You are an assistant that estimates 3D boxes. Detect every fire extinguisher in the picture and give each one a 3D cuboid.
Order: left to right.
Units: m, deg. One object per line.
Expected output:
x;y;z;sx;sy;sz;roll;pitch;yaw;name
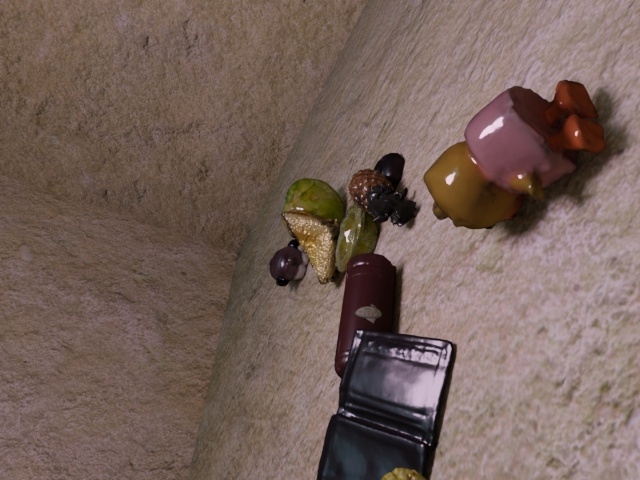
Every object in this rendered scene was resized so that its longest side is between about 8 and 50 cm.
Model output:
0.101;0.193;1.222;0.135;0.114;0.337;-19;47;36;fire extinguisher

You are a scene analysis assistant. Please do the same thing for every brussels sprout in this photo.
-0.023;-0.108;1.883;0.161;0.223;0.223;-30;39;40;brussels sprout

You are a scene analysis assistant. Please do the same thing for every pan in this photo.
0.160;-0.166;1.590;0.202;0.048;0.128;140;146;-64;pan

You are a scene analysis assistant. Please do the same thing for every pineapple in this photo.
0.148;-0.097;1.400;0.119;0.111;0.237;-33;28;-5;pineapple

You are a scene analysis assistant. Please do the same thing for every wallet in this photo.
0.106;0.321;1.032;0.247;0.041;0.323;-1;67;50;wallet

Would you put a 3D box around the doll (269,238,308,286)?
-0.124;0.092;2.151;0.257;0.117;0.182;154;132;-70;doll

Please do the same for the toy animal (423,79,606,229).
0.271;-0.112;0.881;0.281;0.169;0.195;-53;19;47;toy animal

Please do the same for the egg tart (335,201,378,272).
0.095;-0.002;1.559;0.197;0.078;0.197;-162;90;-78;egg tart

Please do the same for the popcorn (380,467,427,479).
0.127;0.399;0.856;0.106;0.116;0.121;35;122;33;popcorn

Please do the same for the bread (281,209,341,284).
0.003;-0.009;1.692;0.133;0.252;0.174;-34;-7;15;bread
